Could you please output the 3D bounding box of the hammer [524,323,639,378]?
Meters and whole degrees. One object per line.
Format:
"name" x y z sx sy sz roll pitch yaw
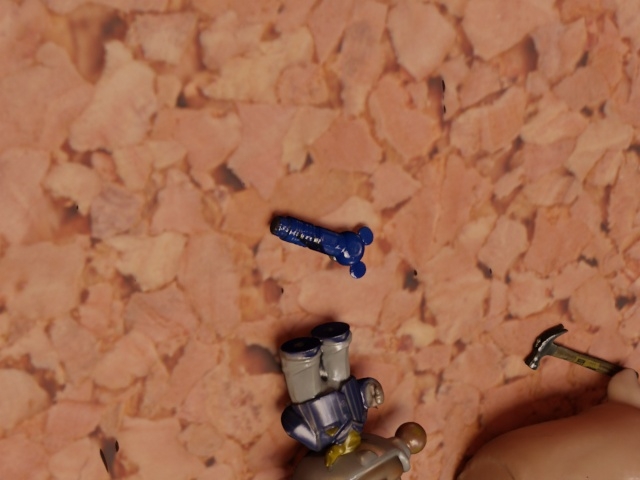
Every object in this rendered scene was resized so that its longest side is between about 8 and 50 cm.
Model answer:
"hammer" 0.332 0.148 1.715 0.182 0.017 0.062 19 106 -34

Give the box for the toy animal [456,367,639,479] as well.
"toy animal" 0.307 0.307 1.679 0.256 0.195 0.213 -13 136 -24

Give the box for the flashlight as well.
"flashlight" 0.000 0.000 1.464 0.121 0.035 0.057 17 82 -28

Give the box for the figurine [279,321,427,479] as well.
"figurine" 0.012 0.231 1.537 0.194 0.133 0.274 -49 123 -25
